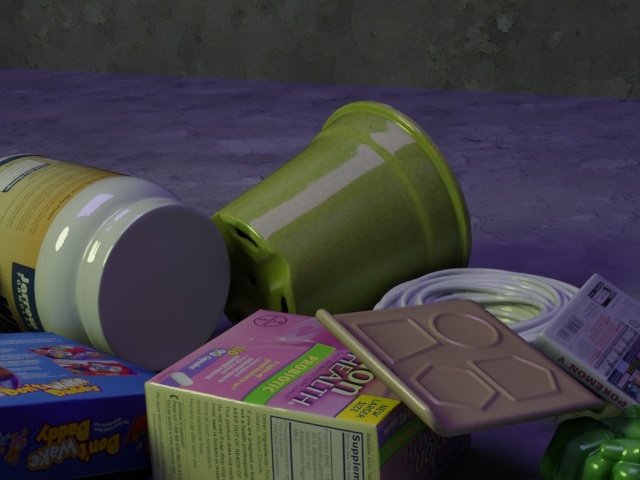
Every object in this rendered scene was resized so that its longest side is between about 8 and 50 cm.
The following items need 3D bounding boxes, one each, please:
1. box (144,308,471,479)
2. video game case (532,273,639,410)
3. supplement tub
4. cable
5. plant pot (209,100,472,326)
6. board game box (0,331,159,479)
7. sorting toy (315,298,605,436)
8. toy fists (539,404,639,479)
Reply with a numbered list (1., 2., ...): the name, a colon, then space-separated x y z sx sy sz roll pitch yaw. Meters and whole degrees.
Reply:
1. box: -0.007 0.167 1.212 0.243 0.117 0.213 8 20 28
2. video game case: 0.330 0.123 1.324 0.183 0.023 0.201 36 30 14
3. supplement tub: -0.283 0.026 1.515 0.316 0.228 0.228 14 23 42
4. cable: 0.184 0.106 1.432 0.257 0.089 0.257 3 17 15
5. plant pot: 0.000 0.000 1.566 0.254 0.276 0.276 -29 29 -33
6. board game box: -0.324 0.156 1.191 0.233 0.078 0.347 15 8 39
7. sorting toy: 0.122 0.114 1.139 0.208 0.038 0.193 0 26 -35
8. toy fists: 0.318 0.211 1.066 0.142 0.096 0.279 -20 26 -41
